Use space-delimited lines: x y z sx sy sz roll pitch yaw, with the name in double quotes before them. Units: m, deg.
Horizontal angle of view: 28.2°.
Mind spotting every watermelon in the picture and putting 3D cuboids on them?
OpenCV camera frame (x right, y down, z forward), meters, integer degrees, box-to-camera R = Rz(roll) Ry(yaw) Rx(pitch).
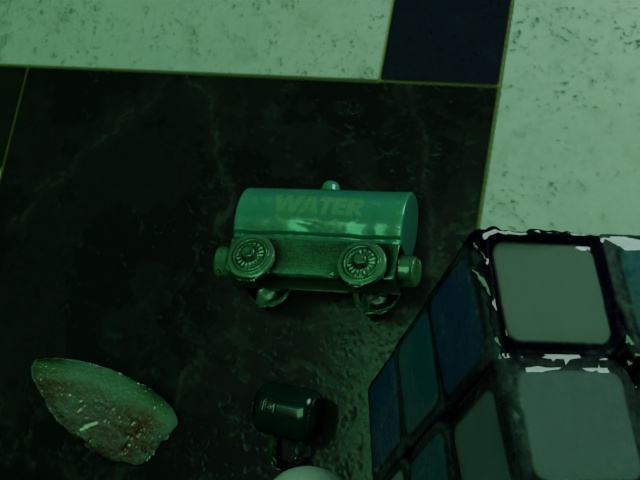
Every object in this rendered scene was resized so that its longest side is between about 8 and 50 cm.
"watermelon" -0.262 0.191 1.497 0.180 0.081 0.094 42 66 -9

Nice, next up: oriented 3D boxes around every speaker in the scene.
"speaker" -0.036 0.209 1.440 0.075 0.060 0.094 10 112 21

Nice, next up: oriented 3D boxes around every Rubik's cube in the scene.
"Rubik's cube" 0.252 0.219 1.085 0.363 0.359 0.362 3 57 -17

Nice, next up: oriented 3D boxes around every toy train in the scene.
"toy train" 0.000 0.000 1.471 0.248 0.101 0.159 2 61 18

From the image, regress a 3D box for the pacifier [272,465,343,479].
"pacifier" -0.024 0.333 1.252 0.288 0.269 0.343 -13 36 -14
